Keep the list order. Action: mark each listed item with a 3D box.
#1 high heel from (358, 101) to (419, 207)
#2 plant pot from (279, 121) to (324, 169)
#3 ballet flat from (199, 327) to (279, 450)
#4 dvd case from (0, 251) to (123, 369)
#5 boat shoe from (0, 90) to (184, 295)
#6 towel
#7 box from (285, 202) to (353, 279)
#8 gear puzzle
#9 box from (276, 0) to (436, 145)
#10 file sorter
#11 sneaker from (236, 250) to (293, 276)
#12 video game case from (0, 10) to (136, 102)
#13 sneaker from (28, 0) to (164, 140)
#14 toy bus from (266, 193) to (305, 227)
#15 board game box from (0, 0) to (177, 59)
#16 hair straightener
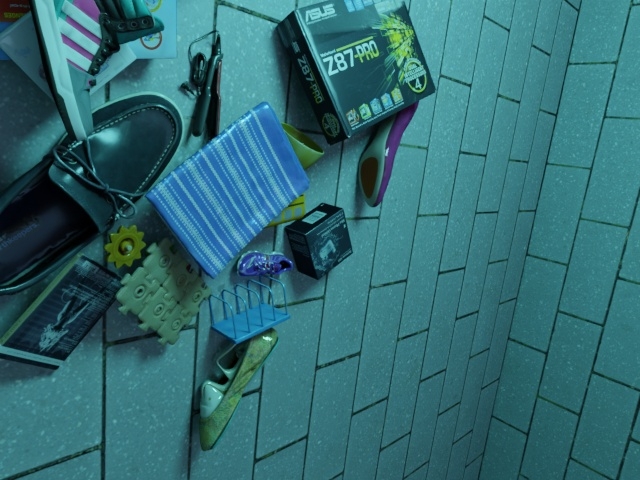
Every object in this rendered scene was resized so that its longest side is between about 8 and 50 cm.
[{"bbox_3d":[0.228,-0.285,1.394,0.181,0.127,0.378,3,98,-34],"label":"high heel"},{"bbox_3d":[-0.071,-0.220,1.145,0.134,0.134,0.095,14,119,-46],"label":"plant pot"},{"bbox_3d":[-0.242,0.365,1.183,0.123,0.123,0.349,44,73,-43],"label":"ballet flat"},{"bbox_3d":[-0.487,0.140,0.869,0.221,0.018,0.165,-54,160,-15],"label":"dvd case"},{"bbox_3d":[-0.426,-0.088,0.811,0.500,0.155,0.187,-48,129,-24],"label":"boat shoe"},{"bbox_3d":[-0.175,-0.108,0.971,0.336,0.040,0.243,-47,131,-24],"label":"towel"},{"bbox_3d":[0.000,0.000,1.299,0.156,0.093,0.159,-36,127,-31],"label":"box"},{"bbox_3d":[-0.358,0.089,0.961,0.176,0.044,0.339,-57,151,-25],"label":"gear puzzle"},{"bbox_3d":[0.114,-0.472,1.195,0.394,0.097,0.319,-33,104,-33],"label":"box"},{"bbox_3d":[-0.184,0.168,1.159,0.170,0.118,0.105,-20,113,-39],"label":"file sorter"},{"bbox_3d":[-0.143,0.063,1.194,0.169,0.071,0.069,-8,109,-42],"label":"sneaker"},{"bbox_3d":[-0.402,-0.308,0.730,0.157,0.019,0.143,-45,144,-11],"label":"video game case"},{"bbox_3d":[-0.333,-0.306,0.698,0.178,0.124,0.296,-14,129,-30],"label":"sneaker"},{"bbox_3d":[-0.194,-0.087,1.070,0.332,0.108,0.130,-18,117,-40],"label":"toy bus"},{"bbox_3d":[-0.386,-0.454,0.716,0.308,0.086,0.302,-19,133,-39],"label":"board game box"},{"bbox_3d":[-0.251,-0.337,0.973,0.089,0.047,0.231,2,102,-45],"label":"hair straightener"}]
